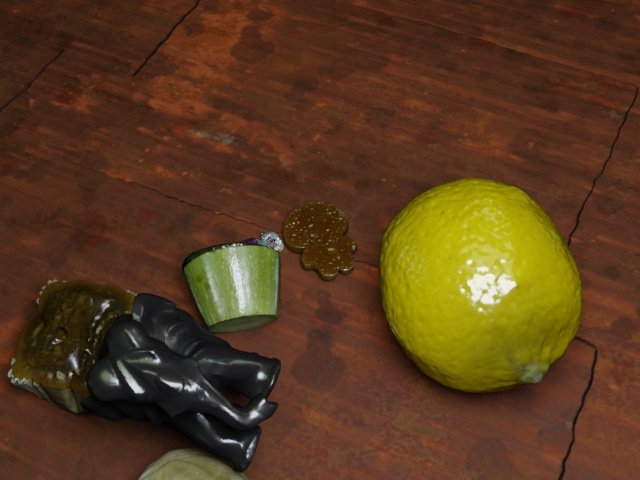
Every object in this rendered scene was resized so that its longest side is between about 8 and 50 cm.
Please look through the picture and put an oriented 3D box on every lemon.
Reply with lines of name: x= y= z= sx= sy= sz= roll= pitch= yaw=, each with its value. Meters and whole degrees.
lemon: x=0.240 y=0.066 z=1.300 sx=0.336 sy=0.336 sz=0.336 roll=-2 pitch=54 yaw=2

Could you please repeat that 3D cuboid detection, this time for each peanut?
peanut: x=-0.125 y=0.403 z=1.179 sx=0.313 sy=0.152 sz=0.152 roll=33 pitch=62 yaw=22

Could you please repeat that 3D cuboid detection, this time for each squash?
squash: x=-0.141 y=0.082 z=1.410 sx=0.170 sy=0.170 sz=0.122 roll=-11 pitch=73 yaw=-4

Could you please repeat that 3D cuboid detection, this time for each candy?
candy: x=-0.149 y=0.029 z=1.513 sx=0.175 sy=0.045 sz=0.043 roll=-22 pitch=22 yaw=-10

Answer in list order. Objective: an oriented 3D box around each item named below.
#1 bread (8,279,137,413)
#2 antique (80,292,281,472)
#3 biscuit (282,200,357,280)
bread: x=-0.389 y=0.169 z=1.383 sx=0.192 sy=0.109 sz=0.209 roll=7 pitch=55 yaw=10
antique: x=-0.205 y=0.197 z=1.216 sx=0.255 sy=0.322 sz=0.185 roll=29 pitch=83 yaw=-14
biscuit: x=0.000 y=0.000 z=1.533 sx=0.124 sy=0.026 sz=0.175 roll=-20 pitch=55 yaw=-9
